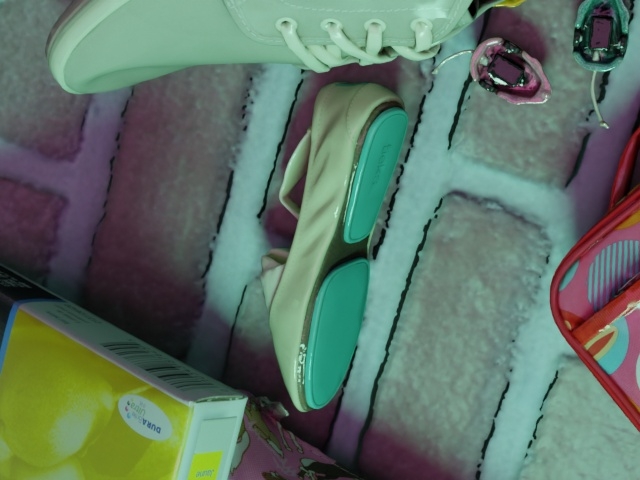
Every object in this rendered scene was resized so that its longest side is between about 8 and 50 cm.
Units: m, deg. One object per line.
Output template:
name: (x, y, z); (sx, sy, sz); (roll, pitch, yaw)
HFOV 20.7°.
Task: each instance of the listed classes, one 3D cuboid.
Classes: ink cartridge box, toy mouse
ink cartridge box: (-0.202, 0.199, 1.242); (0.303, 0.072, 0.307); (23, 102, 40)
toy mouse: (0.163, -0.140, 1.235); (0.161, 0.031, 0.143); (-36, 94, 16)

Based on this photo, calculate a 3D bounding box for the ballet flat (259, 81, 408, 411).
ballet flat: (0.000, 0.000, 1.281); (0.086, 0.086, 0.248); (17, 104, 6)

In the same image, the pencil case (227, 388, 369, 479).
pencil case: (0.036, 0.263, 1.286); (0.386, 0.160, 0.167); (33, 103, 2)

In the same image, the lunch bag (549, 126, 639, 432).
lunch bag: (0.310, 0.011, 1.192); (0.293, 0.120, 0.258); (-42, 75, 16)

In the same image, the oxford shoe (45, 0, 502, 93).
oxford shoe: (0.019, -0.173, 1.171); (0.449, 0.169, 0.130); (-19, 85, 16)
